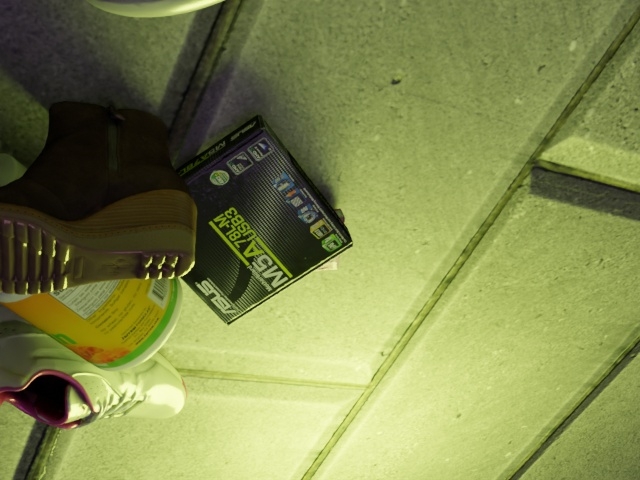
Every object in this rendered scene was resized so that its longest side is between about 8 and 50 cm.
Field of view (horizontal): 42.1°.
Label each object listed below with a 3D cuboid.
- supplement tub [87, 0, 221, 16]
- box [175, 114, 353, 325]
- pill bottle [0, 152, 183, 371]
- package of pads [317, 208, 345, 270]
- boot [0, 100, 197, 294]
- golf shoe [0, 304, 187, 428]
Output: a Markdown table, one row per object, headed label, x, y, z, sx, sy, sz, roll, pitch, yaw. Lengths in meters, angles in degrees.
| label | x | y | z | sx | sy | sz | roll | pitch | yaw |
| --- | --- | --- | --- | --- | --- | --- | --- | --- | --- |
| supplement tub | -0.127 | -0.310 | 0.556 | 0.191 | 0.191 | 0.272 | -20 | 135 | -2 |
| box | -0.088 | -0.017 | 0.932 | 0.184 | 0.045 | 0.190 | -33 | 122 | 8 |
| pill bottle | -0.266 | 0.024 | 0.859 | 0.136 | 0.136 | 0.245 | -32 | 135 | 10 |
| package of pads | 0.000 | 0.000 | 1.013 | 0.050 | 0.032 | 0.083 | -4 | 133 | -13 |
| boot | -0.238 | -0.051 | 0.747 | 0.248 | 0.207 | 0.090 | 5 | 131 | -29 |
| golf shoe | -0.283 | 0.181 | 1.001 | 0.115 | 0.140 | 0.306 | -43 | 133 | 18 |
